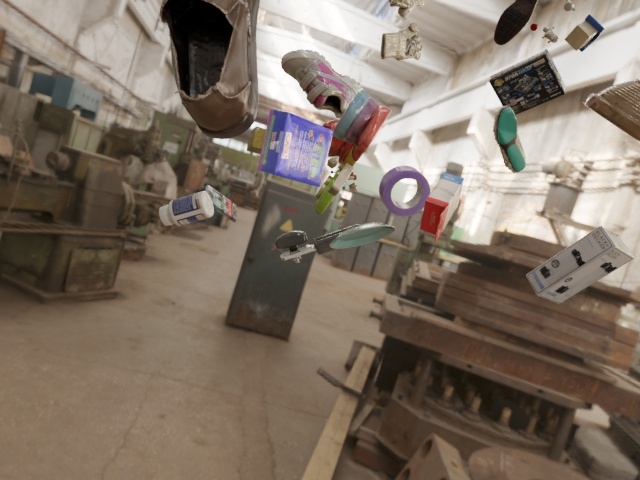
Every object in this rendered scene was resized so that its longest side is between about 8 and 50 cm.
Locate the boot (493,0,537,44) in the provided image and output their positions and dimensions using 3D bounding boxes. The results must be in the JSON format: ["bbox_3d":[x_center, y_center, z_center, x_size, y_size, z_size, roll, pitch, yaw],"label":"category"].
[{"bbox_3d":[0.602,-0.684,1.559,0.082,0.219,0.106,39,31,14],"label":"boot"}]

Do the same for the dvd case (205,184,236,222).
[{"bbox_3d":[-0.309,-0.115,1.635,0.119,0.013,0.087,39,24,-34],"label":"dvd case"}]

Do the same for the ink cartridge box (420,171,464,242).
[{"bbox_3d":[0.410,-0.114,1.801,0.078,0.134,0.231,22,47,21],"label":"ink cartridge box"}]

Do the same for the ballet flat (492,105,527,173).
[{"bbox_3d":[0.600,-0.325,1.699,0.241,0.091,0.077,64,-7,-28],"label":"ballet flat"}]

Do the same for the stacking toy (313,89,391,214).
[{"bbox_3d":[0.035,-0.227,1.325,0.130,0.279,0.309,33,-16,-2],"label":"stacking toy"}]

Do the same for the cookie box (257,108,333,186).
[{"bbox_3d":[-0.036,-0.135,0.778,0.040,0.092,0.107,17,5,37],"label":"cookie box"}]

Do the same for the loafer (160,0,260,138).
[{"bbox_3d":[-0.155,-0.336,0.739,0.133,0.366,0.130,-10,-4,8],"label":"loafer"}]

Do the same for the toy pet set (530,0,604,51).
[{"bbox_3d":[0.507,-0.443,1.044,0.114,0.065,0.122,50,-31,10],"label":"toy pet set"}]

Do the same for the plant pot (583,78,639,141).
[{"bbox_3d":[0.772,-0.310,1.262,0.237,0.110,0.237,25,28,-15],"label":"plant pot"}]

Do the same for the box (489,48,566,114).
[{"bbox_3d":[0.769,-0.580,1.953,0.220,0.051,0.175,-19,-60,40],"label":"box"}]

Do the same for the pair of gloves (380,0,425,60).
[{"bbox_3d":[0.258,-0.659,1.556,0.042,0.240,0.204,21,25,34],"label":"pair of gloves"}]

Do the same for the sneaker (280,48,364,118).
[{"bbox_3d":[-0.002,-0.434,1.460,0.252,0.111,0.103,28,-31,-8],"label":"sneaker"}]

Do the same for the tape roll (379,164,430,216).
[{"bbox_3d":[0.329,-0.195,2.058,0.189,0.189,0.080,17,19,-13],"label":"tape roll"}]

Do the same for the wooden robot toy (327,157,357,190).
[{"bbox_3d":[0.092,-0.260,1.923,0.076,0.079,0.173,-17,54,-24],"label":"wooden robot toy"}]

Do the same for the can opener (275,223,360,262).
[{"bbox_3d":[0.000,0.000,1.634,0.280,0.093,0.074,-14,16,-2],"label":"can opener"}]

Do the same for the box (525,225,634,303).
[{"bbox_3d":[0.860,0.088,1.744,0.169,0.290,0.087,20,40,-39],"label":"box"}]

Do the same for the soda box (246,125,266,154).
[{"bbox_3d":[-0.114,-0.266,1.491,0.181,0.061,0.058,11,-8,-24],"label":"soda box"}]

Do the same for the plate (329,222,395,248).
[{"bbox_3d":[0.114,-0.017,1.447,0.188,0.024,0.188,-13,-13,-3],"label":"plate"}]

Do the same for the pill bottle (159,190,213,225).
[{"bbox_3d":[-0.329,-0.074,1.284,0.120,0.067,0.067,-15,-1,10],"label":"pill bottle"}]
